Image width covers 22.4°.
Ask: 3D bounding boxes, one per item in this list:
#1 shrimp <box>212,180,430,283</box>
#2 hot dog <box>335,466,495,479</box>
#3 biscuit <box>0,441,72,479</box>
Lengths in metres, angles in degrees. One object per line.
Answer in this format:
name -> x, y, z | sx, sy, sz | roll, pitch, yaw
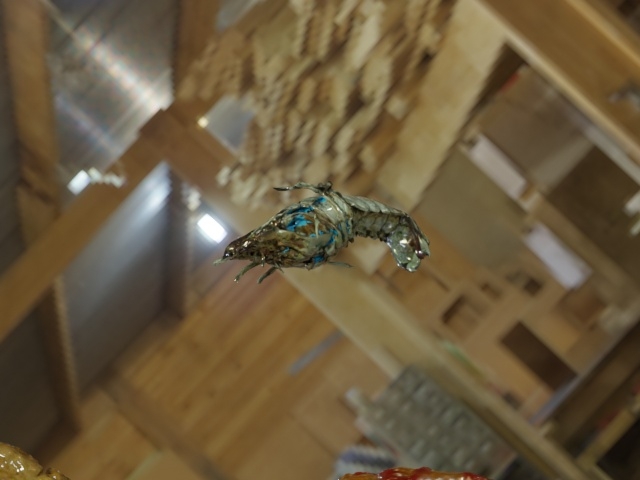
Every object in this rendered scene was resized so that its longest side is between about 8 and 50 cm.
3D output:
shrimp -> -0.001, -0.004, 1.218 | 0.174, 0.076, 0.082 | -1, -37, -37
hot dog -> 0.122, 0.296, 1.080 | 0.223, 0.405, 0.185 | -48, -16, -4
biscuit -> -0.241, 0.238, 1.113 | 0.226, 0.226, 0.042 | -48, 12, 14
